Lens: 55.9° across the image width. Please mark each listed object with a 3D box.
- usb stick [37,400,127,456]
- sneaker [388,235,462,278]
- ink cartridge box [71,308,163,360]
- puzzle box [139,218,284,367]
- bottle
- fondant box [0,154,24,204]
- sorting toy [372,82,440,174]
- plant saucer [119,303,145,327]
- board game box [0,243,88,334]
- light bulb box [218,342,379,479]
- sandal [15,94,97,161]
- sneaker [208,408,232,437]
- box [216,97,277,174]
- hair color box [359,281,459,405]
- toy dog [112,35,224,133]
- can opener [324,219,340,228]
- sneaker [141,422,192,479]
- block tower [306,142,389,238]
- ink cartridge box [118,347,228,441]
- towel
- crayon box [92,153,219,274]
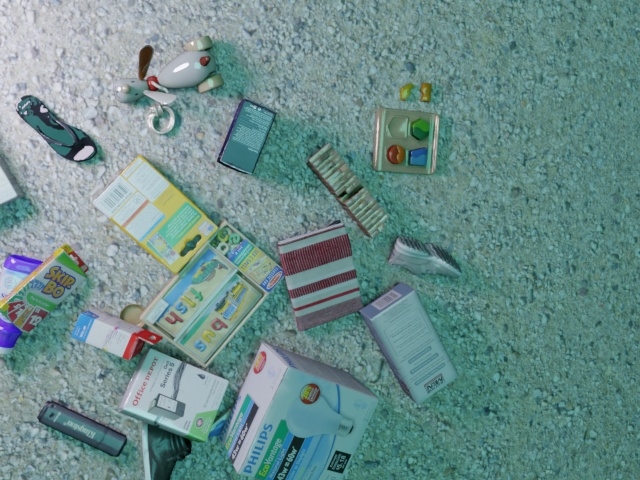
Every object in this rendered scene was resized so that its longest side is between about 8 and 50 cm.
[{"bbox_3d":[-0.735,0.586,1.872,0.278,0.045,0.077,32,88,-15],"label":"usb stick"},{"bbox_3d":[0.361,0.075,2.089,0.281,0.105,0.115,22,120,-18],"label":"sneaker"},{"bbox_3d":[-0.603,0.288,1.804,0.231,0.134,0.078,23,89,-2],"label":"ink cartridge box"},{"bbox_3d":[-0.335,0.171,1.919,0.272,0.052,0.409,41,85,-19],"label":"puzzle box"},{"bbox_3d":[-0.895,0.188,1.761,0.118,0.092,0.283,18,91,-24],"label":"bottle"},{"bbox_3d":[-1.033,-0.217,1.682,0.238,0.096,0.330,-28,101,-10],"label":"fondant box"},{"bbox_3d":[0.296,-0.381,2.034,0.228,0.041,0.308,2,96,-15],"label":"sorting toy"},{"bbox_3d":[-0.585,0.238,1.888,0.083,0.015,0.084,-2,96,-15],"label":"plant saucer"},{"bbox_3d":[-0.795,0.138,1.749,0.259,0.039,0.124,-51,138,-26],"label":"board game box"},{"bbox_3d":[-0.072,0.569,1.920,0.361,0.225,0.358,25,89,-27],"label":"light bulb box"},{"bbox_3d":[-0.775,-0.318,1.757,0.254,0.054,0.097,37,86,-15],"label":"sandal"},{"bbox_3d":[-0.331,0.631,1.974,0.152,0.058,0.085,-38,95,-14],"label":"sneaker"},{"bbox_3d":[-0.229,-0.315,1.848,0.108,0.153,0.207,22,90,-15],"label":"box"},{"bbox_3d":[0.306,0.353,2.063,0.185,0.113,0.375,-32,107,-10],"label":"hair color box"},{"bbox_3d":[-0.434,-0.483,1.773,0.333,0.161,0.220,-43,104,-7],"label":"toy dog"},{"bbox_3d":[0.000,0.000,1.994,0.186,0.059,0.073,-46,148,0],"label":"can opener"},{"bbox_3d":[-0.479,0.717,1.920,0.146,0.104,0.296,-6,93,-9],"label":"sneaker"},{"bbox_3d":[0.090,-0.163,1.980,0.091,0.097,0.335,-42,106,-7],"label":"block tower"},{"bbox_3d":[-0.453,0.481,1.865,0.272,0.114,0.198,27,64,-16],"label":"ink cartridge box"},{"bbox_3d":[0.003,0.121,1.982,0.237,0.037,0.329,-18,113,-12],"label":"towel"},{"bbox_3d":[-0.498,-0.077,1.841,0.323,0.083,0.203,44,84,-14],"label":"crayon box"}]
